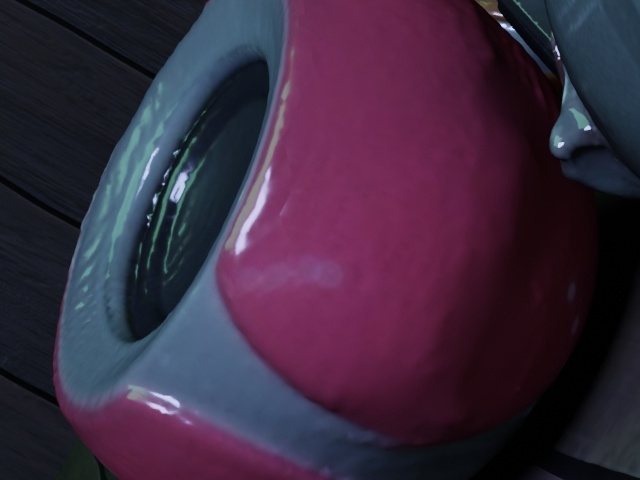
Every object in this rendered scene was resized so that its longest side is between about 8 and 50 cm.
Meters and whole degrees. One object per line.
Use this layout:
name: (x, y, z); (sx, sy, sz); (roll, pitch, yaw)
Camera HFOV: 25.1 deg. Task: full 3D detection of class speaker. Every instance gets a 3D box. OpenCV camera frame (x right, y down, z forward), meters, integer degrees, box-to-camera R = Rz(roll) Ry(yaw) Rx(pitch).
speaker: (0.000, 0.000, 0.707); (0.294, 0.294, 0.294); (-56, 11, 16)

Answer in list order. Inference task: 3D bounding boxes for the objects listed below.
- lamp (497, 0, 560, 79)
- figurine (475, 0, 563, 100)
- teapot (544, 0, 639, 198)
lamp: (0.210, -0.182, 0.620); (0.124, 0.203, 0.283); (66, 157, 21)
figurine: (0.139, -0.157, 0.853); (0.271, 0.143, 0.143); (119, 175, -49)
teapot: (0.196, -0.117, 0.349); (0.315, 0.233, 0.312); (-32, -3, -16)
